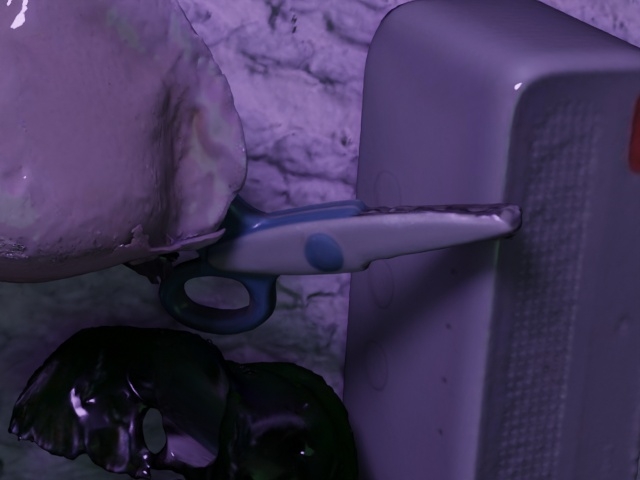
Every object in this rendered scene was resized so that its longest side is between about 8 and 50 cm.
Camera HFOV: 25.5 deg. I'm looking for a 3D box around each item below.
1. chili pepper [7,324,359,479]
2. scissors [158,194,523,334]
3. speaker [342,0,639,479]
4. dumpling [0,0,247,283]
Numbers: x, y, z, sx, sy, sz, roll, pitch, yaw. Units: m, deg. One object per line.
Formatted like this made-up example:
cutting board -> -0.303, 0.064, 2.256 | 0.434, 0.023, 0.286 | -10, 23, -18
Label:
chili pepper -> -0.079, 0.126, 0.995 | 0.264, 0.148, 0.116 | 19, 143, -24
scissors -> 0.000, 0.000, 0.955 | 0.041, 0.289, 0.138 | -53, 130, -51
speaker -> 0.138, 0.036, 1.047 | 0.183, 0.184, 0.406 | -5, 110, -22
dumpling -> -0.191, -0.072, 0.895 | 0.292, 0.163, 0.205 | 0, 77, -23
